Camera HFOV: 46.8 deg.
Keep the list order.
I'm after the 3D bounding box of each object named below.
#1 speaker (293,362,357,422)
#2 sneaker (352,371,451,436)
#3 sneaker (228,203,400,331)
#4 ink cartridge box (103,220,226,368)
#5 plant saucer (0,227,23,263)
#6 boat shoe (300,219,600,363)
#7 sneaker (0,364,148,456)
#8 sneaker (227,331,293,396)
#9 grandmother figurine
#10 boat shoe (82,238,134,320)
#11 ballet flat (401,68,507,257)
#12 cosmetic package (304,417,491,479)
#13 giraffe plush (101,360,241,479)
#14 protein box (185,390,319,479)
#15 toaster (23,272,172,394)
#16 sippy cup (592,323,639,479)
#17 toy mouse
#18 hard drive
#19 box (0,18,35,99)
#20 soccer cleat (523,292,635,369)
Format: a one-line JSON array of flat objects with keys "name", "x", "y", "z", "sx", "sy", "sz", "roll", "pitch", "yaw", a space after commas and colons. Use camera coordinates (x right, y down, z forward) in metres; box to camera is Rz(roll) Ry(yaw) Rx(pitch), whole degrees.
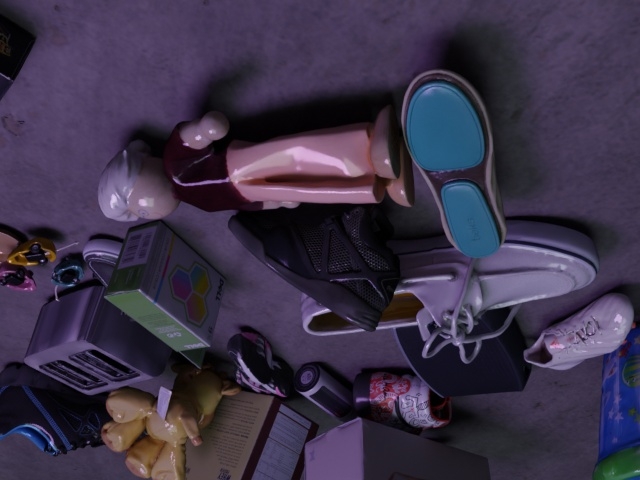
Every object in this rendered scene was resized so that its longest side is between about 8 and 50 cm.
[{"name": "speaker", "x": 0.014, "y": 0.262, "z": 1.265, "sx": 0.055, "sy": 0.055, "sz": 0.136, "roll": -16, "pitch": 138, "yaw": 30}, {"name": "sneaker", "x": 0.159, "y": 0.313, "z": 1.275, "sx": 0.145, "sy": 0.090, "sz": 0.270, "roll": -4, "pitch": 140, "yaw": 20}, {"name": "sneaker", "x": 0.000, "y": 0.000, "z": 0.879, "sx": 0.227, "sy": 0.130, "sz": 0.087, "roll": 29, "pitch": 175, "yaw": 28}, {"name": "ink cartridge box", "x": -0.188, "y": 0.079, "z": 1.004, "sx": 0.062, "sy": 0.109, "sz": 0.209, "roll": -12, "pitch": 140, "yaw": 27}, {"name": "plant saucer", "x": -0.448, "y": 0.004, "z": 1.033, "sx": 0.083, "sy": 0.015, "sz": 0.083, "roll": 5, "pitch": 144, "yaw": 3}, {"name": "boat shoe", "x": 0.145, "y": 0.076, "z": 0.891, "sx": 0.367, "sy": 0.156, "sz": 0.136, "roll": -3, "pitch": 143, "yaw": 16}, {"name": "sneaker", "x": -0.465, "y": 0.359, "z": 1.424, "sx": 0.341, "sy": 0.139, "sz": 0.125, "roll": 22, "pitch": 140, "yaw": -21}, {"name": "sneaker", "x": -0.114, "y": 0.211, "z": 1.207, "sx": 0.077, "sy": 0.072, "sz": 0.178, "roll": -6, "pitch": 141, "yaw": 22}, {"name": "grandmother figurine", "x": -0.084, "y": -0.071, "z": 0.781, "sx": 0.342, "sy": 0.104, "sz": 0.208, "roll": -6, "pitch": 148, "yaw": 18}, {"name": "boat shoe", "x": -0.251, "y": 0.084, "z": 1.052, "sx": 0.080, "sy": 0.076, "sz": 0.228, "roll": -13, "pitch": 140, "yaw": 27}, {"name": "ballet flat", "x": 0.138, "y": -0.086, "z": 0.738, "sx": 0.086, "sy": 0.086, "sz": 0.248, "roll": -5, "pitch": 137, "yaw": 17}, {"name": "cosmetic package", "x": 0.133, "y": 0.408, "z": 1.227, "sx": 0.296, "sy": 0.129, "sz": 0.153, "roll": 24, "pitch": 138, "yaw": -29}, {"name": "giraffe plush", "x": -0.233, "y": 0.274, "z": 1.220, "sx": 0.181, "sy": 0.170, "sz": 0.210, "roll": 41, "pitch": 122, "yaw": 8}, {"name": "protein box", "x": -0.144, "y": 0.379, "z": 1.292, "sx": 0.200, "sy": 0.201, "sz": 0.136, "roll": -2, "pitch": 147, "yaw": 43}, {"name": "toaster", "x": -0.339, "y": 0.150, "z": 1.132, "sx": 0.168, "sy": 0.110, "sz": 0.186, "roll": -20, "pitch": 136, "yaw": 32}, {"name": "sippy cup", "x": 0.477, "y": 0.235, "z": 0.987, "sx": 0.240, "sy": 0.224, "sz": 0.305, "roll": 18, "pitch": 144, "yaw": -14}, {"name": "toy mouse", "x": -0.393, "y": 0.041, "z": 1.042, "sx": 0.161, "sy": 0.031, "sz": 0.143, "roll": -11, "pitch": 149, "yaw": 0}, {"name": "hard drive", "x": 0.204, "y": 0.156, "z": 1.079, "sx": 0.172, "sy": 0.054, "sz": 0.254, "roll": -10, "pitch": 141, "yaw": 24}, {"name": "box", "x": -0.485, "y": -0.183, "z": 0.733, "sx": 0.295, "sy": 0.073, "sz": 0.293, "roll": 30, "pitch": 140, "yaw": -28}, {"name": "soccer cleat", "x": 0.348, "y": 0.130, "z": 1.000, "sx": 0.076, "sy": 0.068, "sz": 0.196, "roll": 1, "pitch": 150, "yaw": -16}]
